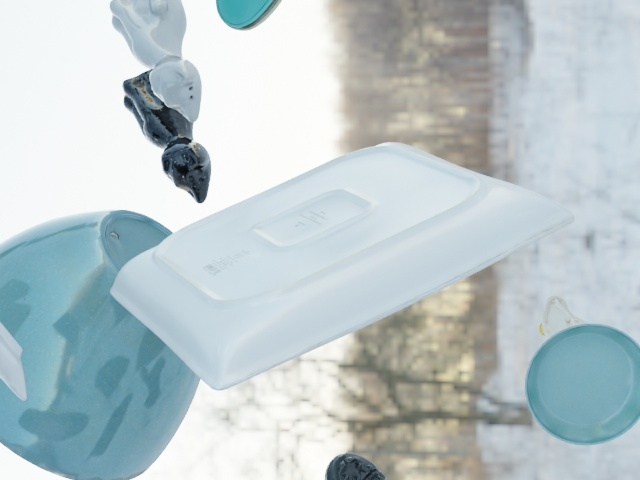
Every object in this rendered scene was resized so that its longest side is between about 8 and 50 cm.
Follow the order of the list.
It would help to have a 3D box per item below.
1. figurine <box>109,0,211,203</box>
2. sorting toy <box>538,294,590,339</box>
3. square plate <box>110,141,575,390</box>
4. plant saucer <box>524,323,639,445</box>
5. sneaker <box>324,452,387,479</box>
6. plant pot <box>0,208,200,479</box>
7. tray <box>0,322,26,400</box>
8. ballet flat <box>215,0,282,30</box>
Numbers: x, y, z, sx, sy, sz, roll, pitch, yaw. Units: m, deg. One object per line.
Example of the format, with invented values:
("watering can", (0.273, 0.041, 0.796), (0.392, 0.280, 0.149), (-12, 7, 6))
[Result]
("figurine", (-0.182, -0.182, 1.995), (0.215, 0.092, 0.209), (87, 163, -46))
("sorting toy", (0.304, 0.111, 1.910), (0.045, 0.075, 0.083), (-59, 40, 23))
("square plate", (0.000, 0.000, 1.474), (0.347, 0.344, 0.049), (29, 141, 65))
("plant saucer", (0.249, 0.132, 1.526), (0.021, 0.119, 0.119), (-91, 0, -76))
("sneaker", (0.048, 0.320, 1.646), (0.078, 0.106, 0.234), (-37, -73, -36))
("plant pot", (-0.229, 0.081, 1.710), (0.195, 0.290, 0.290), (-47, 16, 27))
("tray", (-0.304, 0.026, 1.289), (0.145, 0.030, 0.270), (44, 168, 25))
("ballet flat", (-0.038, -0.332, 1.695), (0.086, 0.086, 0.248), (-79, 11, -58))
